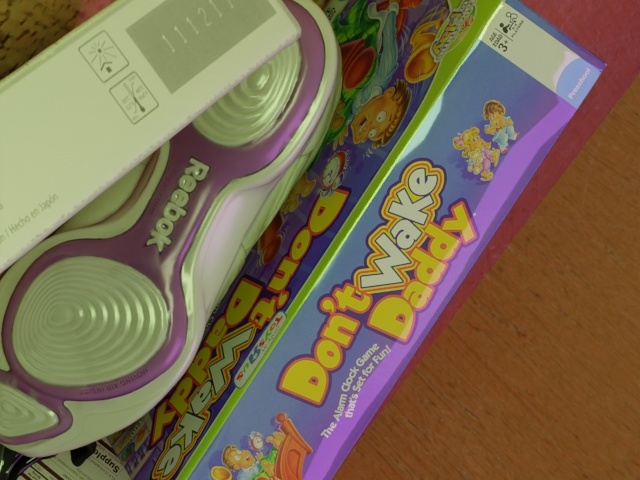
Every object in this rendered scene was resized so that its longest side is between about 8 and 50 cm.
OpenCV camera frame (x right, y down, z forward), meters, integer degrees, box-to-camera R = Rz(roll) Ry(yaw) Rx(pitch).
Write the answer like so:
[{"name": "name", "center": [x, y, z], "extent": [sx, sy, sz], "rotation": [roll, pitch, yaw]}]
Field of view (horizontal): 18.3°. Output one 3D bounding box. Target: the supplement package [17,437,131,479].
[{"name": "supplement package", "center": [-0.104, 0.152, 1.415], "extent": [0.203, 0.149, 0.194], "rotation": [-53, 169, -3]}]

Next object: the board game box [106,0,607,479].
[{"name": "board game box", "center": [0.000, 0.000, 1.190], "extent": [0.347, 0.078, 0.233], "rotation": [-57, -157, 2]}]

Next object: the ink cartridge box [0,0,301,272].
[{"name": "ink cartridge box", "center": [-0.179, -0.002, 0.868], "extent": [0.261, 0.066, 0.296], "rotation": [-26, -168, 49]}]

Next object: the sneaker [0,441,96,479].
[{"name": "sneaker", "center": [-0.156, 0.093, 1.208], "extent": [0.188, 0.078, 0.067], "rotation": [-50, 168, -19]}]

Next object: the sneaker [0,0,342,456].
[{"name": "sneaker", "center": [-0.079, -0.001, 1.133], "extent": [0.305, 0.114, 0.152], "rotation": [-52, 172, 6]}]
